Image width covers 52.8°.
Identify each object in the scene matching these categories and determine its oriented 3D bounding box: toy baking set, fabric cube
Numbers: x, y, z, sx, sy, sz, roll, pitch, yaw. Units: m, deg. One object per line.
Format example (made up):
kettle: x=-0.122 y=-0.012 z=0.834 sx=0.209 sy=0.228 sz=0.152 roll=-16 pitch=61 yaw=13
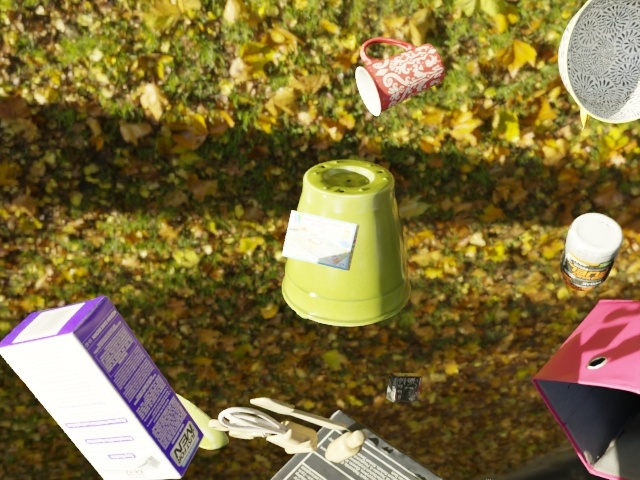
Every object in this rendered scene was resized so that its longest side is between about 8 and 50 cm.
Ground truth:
toy baking set: x=-0.041 y=0.251 z=0.828 sx=0.197 sy=0.030 sz=0.256 roll=13 pitch=152 yaw=-12
fabric cube: x=0.619 y=0.283 z=1.218 sx=0.258 sy=0.259 sz=0.254 roll=-39 pitch=-168 yaw=-24

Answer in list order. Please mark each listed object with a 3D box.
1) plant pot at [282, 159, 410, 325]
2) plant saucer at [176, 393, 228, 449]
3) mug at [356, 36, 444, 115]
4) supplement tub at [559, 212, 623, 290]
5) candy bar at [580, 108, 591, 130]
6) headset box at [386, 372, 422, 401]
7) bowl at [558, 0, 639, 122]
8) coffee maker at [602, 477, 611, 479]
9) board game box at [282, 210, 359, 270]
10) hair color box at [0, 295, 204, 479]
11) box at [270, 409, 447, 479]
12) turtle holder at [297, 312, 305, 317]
plant pot: x=0.075 y=-0.019 z=1.759 sx=0.367 sy=0.366 sz=0.352 roll=-6 pitch=120 yaw=-11
plant saucer: x=-0.346 y=0.469 z=1.663 sx=0.241 sy=0.037 sz=0.241 roll=24 pitch=146 yaw=17
mug: x=0.174 y=-0.376 z=1.418 sx=0.169 sy=0.113 sz=0.150 roll=-24 pitch=121 yaw=-8
supplement tub: x=0.631 y=0.034 z=1.515 sx=0.117 sy=0.117 sz=0.190 roll=-14 pitch=144 yaw=1
candy bar: x=0.526 y=-0.300 z=1.274 sx=0.018 sy=0.161 sz=0.040 roll=5 pitch=-164 yaw=34
headset box: x=0.200 y=0.344 z=1.512 sx=0.083 sy=0.062 sz=0.032 roll=6 pitch=-176 yaw=-31
bowl: x=0.367 y=-0.240 z=0.820 sx=0.170 sy=0.080 sz=0.170 roll=-4 pitch=108 yaw=-11
coffee maker: x=0.830 y=0.573 z=1.636 sx=0.178 sy=0.120 sz=0.171 roll=10 pitch=103 yaw=4
board game box: x=0.000 y=0.000 z=1.414 sx=0.154 sy=0.103 sz=0.026 roll=13 pitch=-179 yaw=19
hair color box: x=-0.372 y=0.268 z=1.124 sx=0.185 sy=0.110 sz=0.338 roll=-13 pitch=116 yaw=27
box: x=0.046 y=0.457 z=0.916 sx=0.294 sy=0.296 sz=0.182 roll=-35 pitch=139 yaw=-38
turtle holder: x=0.067 y=0.126 z=2.161 sx=0.243 sy=0.228 sz=0.320 roll=16 pitch=96 yaw=-53
